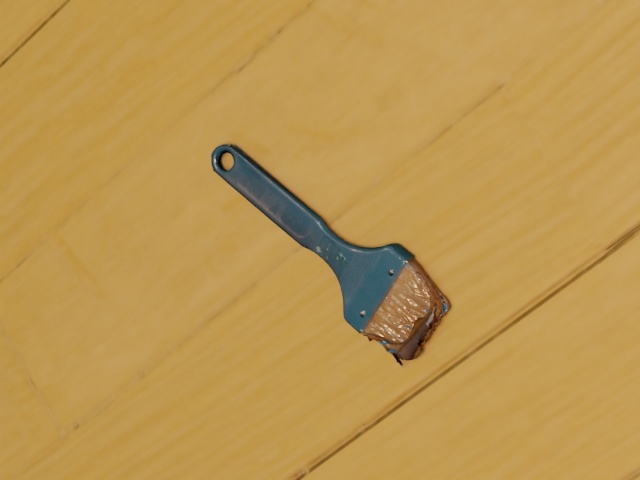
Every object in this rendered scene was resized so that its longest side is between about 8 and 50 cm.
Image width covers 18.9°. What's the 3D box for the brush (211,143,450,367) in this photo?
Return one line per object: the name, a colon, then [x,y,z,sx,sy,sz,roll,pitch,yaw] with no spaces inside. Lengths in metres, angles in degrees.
brush: [0.000,0.000,1.024,0.164,0.014,0.051,40,111,23]
